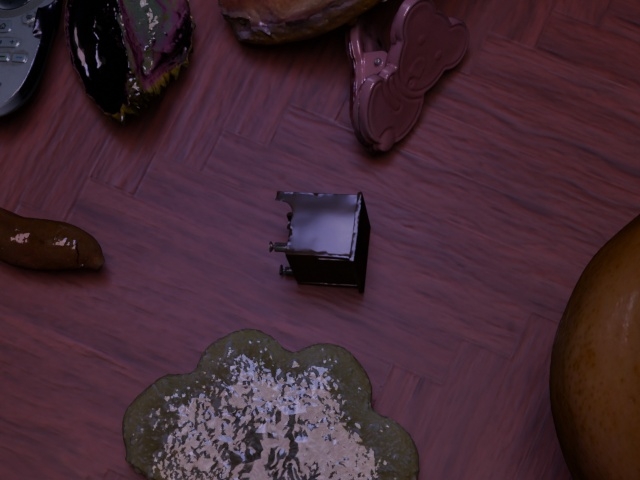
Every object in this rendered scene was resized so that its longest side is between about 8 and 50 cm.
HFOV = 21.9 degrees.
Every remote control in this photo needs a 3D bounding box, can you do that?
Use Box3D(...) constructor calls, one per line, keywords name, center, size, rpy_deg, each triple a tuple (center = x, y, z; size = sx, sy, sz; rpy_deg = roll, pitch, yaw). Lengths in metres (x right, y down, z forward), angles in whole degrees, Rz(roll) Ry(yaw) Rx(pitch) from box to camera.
Box3D(name="remote control", center=(-0.297, -0.232, 1.653), size=(0.097, 0.045, 0.256), rpy_deg=(4, 68, 24))

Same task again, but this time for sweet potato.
Box3D(name="sweet potato", center=(-0.296, -0.005, 1.580), size=(0.194, 0.056, 0.056), rpy_deg=(18, 73, 13))

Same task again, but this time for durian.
Box3D(name="durian", center=(-0.181, -0.203, 1.631), size=(0.108, 0.119, 0.187), rpy_deg=(-5, 81, -39))

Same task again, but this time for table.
Box3D(name="table", center=(0.000, 0.000, 1.552), size=(0.082, 0.083, 0.070), rpy_deg=(3, 69, 10))

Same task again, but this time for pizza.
Box3D(name="pizza", center=(0.026, -0.292, 1.595), size=(0.305, 0.085, 0.161), rpy_deg=(-33, 65, 25))

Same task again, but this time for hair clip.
Box3D(name="hair clip", center=(0.080, -0.160, 1.591), size=(0.102, 0.123, 0.138), rpy_deg=(-11, 63, 28))

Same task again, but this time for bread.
Box3D(name="bread", center=(-0.032, 0.184, 1.508), size=(0.286, 0.056, 0.207), rpy_deg=(29, 77, 9))

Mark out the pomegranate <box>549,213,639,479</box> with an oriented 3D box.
Box3D(name="pomegranate", center=(0.389, 0.143, 1.335), size=(0.416, 0.417, 0.417), rpy_deg=(-1, 72, 2))
